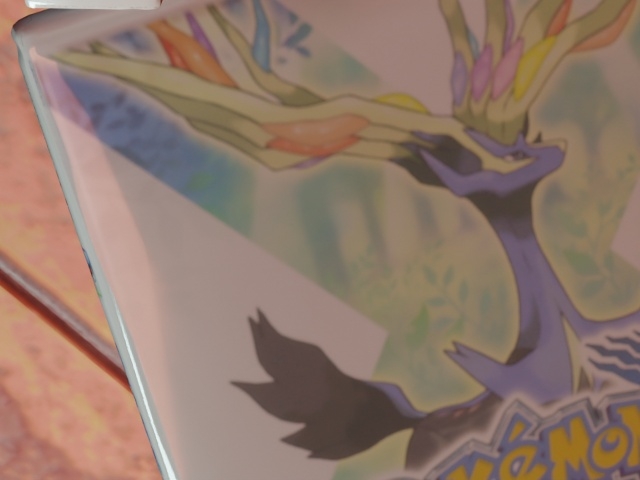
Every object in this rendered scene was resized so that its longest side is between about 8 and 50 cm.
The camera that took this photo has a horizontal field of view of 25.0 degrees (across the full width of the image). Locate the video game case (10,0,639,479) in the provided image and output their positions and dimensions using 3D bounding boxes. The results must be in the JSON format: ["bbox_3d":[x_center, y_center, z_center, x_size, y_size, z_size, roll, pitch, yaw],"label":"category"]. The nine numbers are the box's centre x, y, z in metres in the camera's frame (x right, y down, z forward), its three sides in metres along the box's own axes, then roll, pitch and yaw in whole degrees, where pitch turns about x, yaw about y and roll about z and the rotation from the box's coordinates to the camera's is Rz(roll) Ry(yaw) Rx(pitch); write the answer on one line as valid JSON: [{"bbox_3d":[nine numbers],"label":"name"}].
[{"bbox_3d":[0.084,0.009,0.567,0.329,0.036,0.300,-20,108,-11],"label":"video game case"}]

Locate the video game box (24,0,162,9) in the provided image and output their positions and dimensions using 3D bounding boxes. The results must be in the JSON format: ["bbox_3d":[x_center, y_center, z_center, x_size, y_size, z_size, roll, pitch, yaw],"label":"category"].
[{"bbox_3d":[-0.064,-0.198,0.453,0.048,0.205,0.187,0,123,-1],"label":"video game box"}]
